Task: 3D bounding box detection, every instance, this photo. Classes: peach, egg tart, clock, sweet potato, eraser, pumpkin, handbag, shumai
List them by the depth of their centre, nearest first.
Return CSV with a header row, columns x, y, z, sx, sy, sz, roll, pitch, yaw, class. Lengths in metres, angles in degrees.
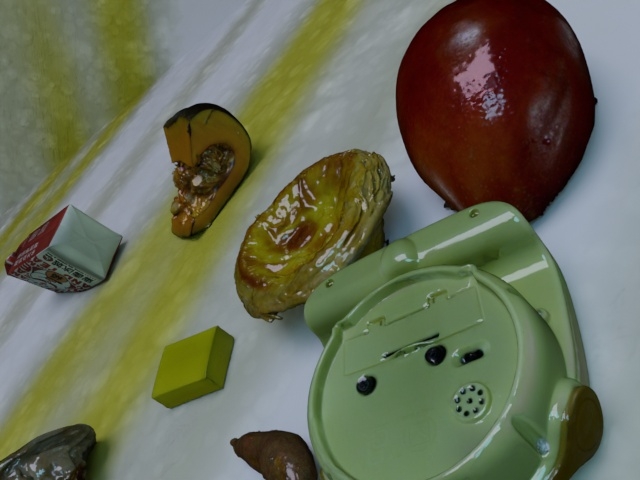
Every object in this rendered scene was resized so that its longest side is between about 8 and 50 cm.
x,y,z,sx,sy,sz,roll,pitch,yaw,class
0.111,0.144,0.572,0.286,0.117,0.348,-28,36,26,clock
-0.053,0.252,0.692,0.068,0.068,0.226,-57,21,-18,sweet potato
0.201,-0.183,0.754,0.257,0.201,0.362,-18,42,34,peach
0.000,0.000,0.852,0.295,0.116,0.295,-31,35,24,egg tart
-0.423,0.380,0.918,0.201,0.201,0.120,-42,74,6,shumai
-0.200,0.199,0.925,0.122,0.045,0.097,-25,38,26,eraser
-0.276,-0.165,1.275,0.139,0.190,0.280,14,65,52,pumpkin
-0.664,0.055,1.495,0.298,0.171,0.151,-27,40,33,handbag
